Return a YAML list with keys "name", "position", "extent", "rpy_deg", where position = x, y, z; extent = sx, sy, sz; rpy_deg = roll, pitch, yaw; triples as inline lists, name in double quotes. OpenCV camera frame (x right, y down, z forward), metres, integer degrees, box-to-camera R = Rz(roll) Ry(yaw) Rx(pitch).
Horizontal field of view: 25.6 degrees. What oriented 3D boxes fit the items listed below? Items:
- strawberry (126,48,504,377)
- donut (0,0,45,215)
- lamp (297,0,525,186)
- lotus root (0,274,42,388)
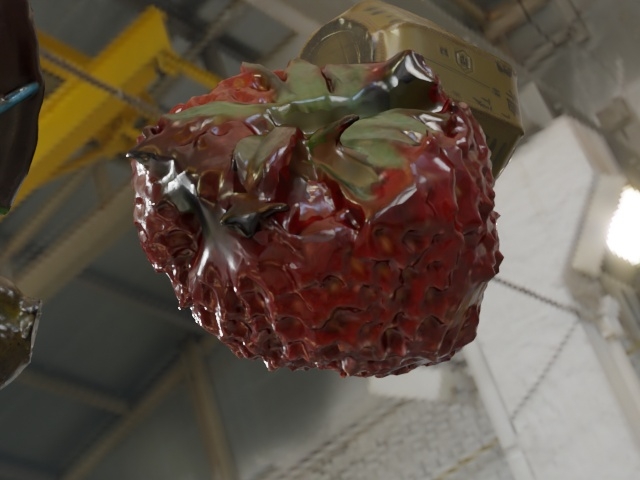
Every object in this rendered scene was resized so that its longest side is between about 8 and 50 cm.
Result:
- name: "strawberry"
  position: [0.004, -0.001, 0.973]
  extent: [0.261, 0.261, 0.258]
  rpy_deg: [-10, -58, -12]
- name: "donut"
  position: [-0.247, -0.093, 0.693]
  extent: [0.235, 0.235, 0.089]
  rpy_deg: [-50, -5, 34]
- name: "lamp"
  position: [0.072, -0.112, 1.195]
  extent: [0.185, 0.161, 0.161]
  rpy_deg: [17, -50, -39]
- name: "lotus root"
  position: [-0.361, 0.077, 1.201]
  extent: [0.241, 0.124, 0.123]
  rpy_deg: [4, -15, -16]
